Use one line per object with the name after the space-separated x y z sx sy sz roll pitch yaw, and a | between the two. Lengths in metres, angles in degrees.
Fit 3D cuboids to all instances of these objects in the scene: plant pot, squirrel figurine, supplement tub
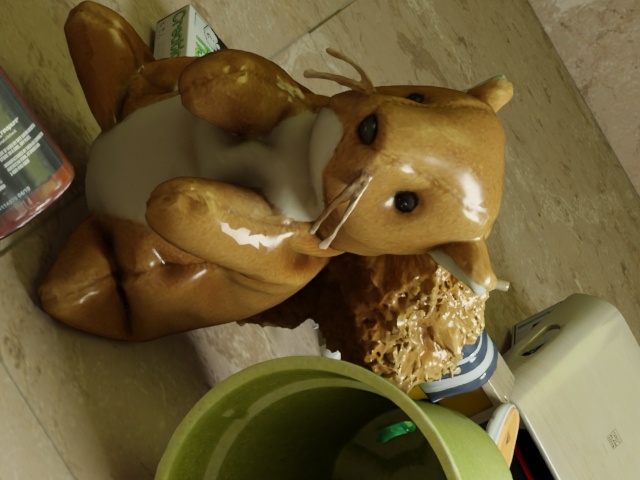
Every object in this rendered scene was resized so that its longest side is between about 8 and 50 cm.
0.039 0.229 1.490 0.254 0.276 0.276 3 61 -65 | plant pot
0.010 -0.033 1.538 0.397 0.370 0.281 38 51 -51 | squirrel figurine
-0.285 -0.100 1.389 0.198 0.106 0.106 56 22 -16 | supplement tub

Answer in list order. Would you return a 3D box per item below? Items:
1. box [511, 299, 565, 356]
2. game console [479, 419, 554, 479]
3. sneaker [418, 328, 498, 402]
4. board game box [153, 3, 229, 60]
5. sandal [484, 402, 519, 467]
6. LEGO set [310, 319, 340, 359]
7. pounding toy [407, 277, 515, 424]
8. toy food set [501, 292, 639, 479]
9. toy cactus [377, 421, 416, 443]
0.327 0.204 2.392 0.169 0.087 0.290 61 13 -10 | box
0.263 0.372 2.164 0.387 0.060 0.342 65 15 5 | game console
0.078 0.074 1.907 0.282 0.099 0.153 29 -19 53 | sneaker
-0.103 -0.085 1.860 0.193 0.053 0.305 47 25 -34 | board game box
0.188 0.295 1.885 0.102 0.076 0.265 61 44 -57 | sandal
0.000 0.000 1.791 0.087 0.093 0.227 15 54 -67 | LEGO set
0.130 0.106 1.987 0.206 0.181 0.094 57 22 -12 | pounding toy
0.328 0.247 2.195 0.219 0.092 0.306 -37 103 -37 | toy food set
0.068 0.185 1.887 0.219 0.112 0.180 8 47 -55 | toy cactus
